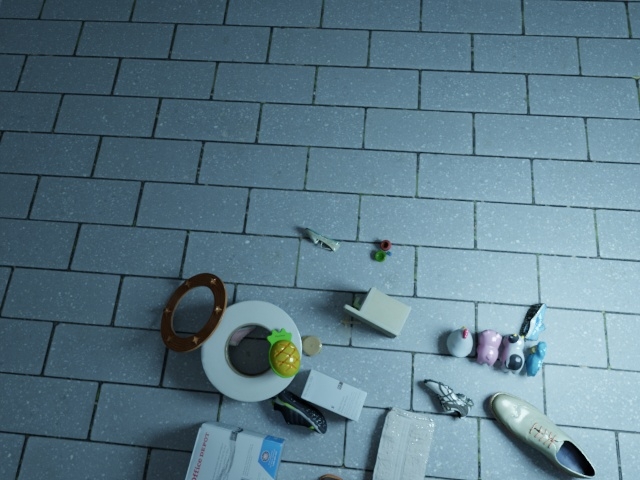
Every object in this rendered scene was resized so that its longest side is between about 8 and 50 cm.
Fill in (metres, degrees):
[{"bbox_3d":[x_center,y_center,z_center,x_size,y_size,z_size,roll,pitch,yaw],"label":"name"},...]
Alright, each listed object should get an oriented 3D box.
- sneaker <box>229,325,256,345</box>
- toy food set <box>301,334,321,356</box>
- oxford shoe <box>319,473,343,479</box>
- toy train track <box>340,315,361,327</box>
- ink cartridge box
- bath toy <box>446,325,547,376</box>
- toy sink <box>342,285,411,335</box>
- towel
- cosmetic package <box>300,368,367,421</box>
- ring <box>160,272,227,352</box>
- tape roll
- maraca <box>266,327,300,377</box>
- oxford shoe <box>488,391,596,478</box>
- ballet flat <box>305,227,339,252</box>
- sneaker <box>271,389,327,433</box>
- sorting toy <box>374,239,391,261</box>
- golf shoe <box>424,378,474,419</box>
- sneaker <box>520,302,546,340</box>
[{"bbox_3d":[-0.324,0.386,1.800,0.134,0.051,0.070,-12,90,-10],"label":"sneaker"},{"bbox_3d":[-0.036,0.424,1.784,0.083,0.020,0.082,-6,73,1],"label":"toy food set"},{"bbox_3d":[0.122,0.918,1.586,0.272,0.098,0.096,10,74,6],"label":"oxford shoe"},{"bbox_3d":[0.123,0.333,1.807,0.083,0.014,0.048,5,74,4],"label":"toy train track"},{"bbox_3d":[-0.308,0.814,1.625,0.308,0.129,0.223,12,76,6],"label":"ink cartridge box"},{"bbox_3d":[0.666,0.403,1.698,0.348,0.129,0.151,12,40,6],"label":"bath toy"},{"bbox_3d":[0.221,0.270,1.749,0.234,0.153,0.131,26,76,11],"label":"toy sink"},{"bbox_3d":[0.309,0.779,1.645,0.187,0.049,0.282,13,75,8],"label":"towel"},{"bbox_3d":[0.051,0.590,1.698,0.231,0.085,0.117,20,75,7],"label":"cosmetic package"},{"bbox_3d":[-0.514,0.278,1.765,0.337,0.032,0.336,-17,53,24],"label":"ring"},{"bbox_3d":[-0.267,0.425,1.735,0.392,0.072,0.391,1,82,-5],"label":"tape roll"},{"bbox_3d":[-0.139,0.421,1.661,0.127,0.099,0.185,-1,65,-35],"label":"maraca"},{"bbox_3d":[0.799,0.689,1.593,0.397,0.146,0.140,35,79,12],"label":"oxford shoe"},{"bbox_3d":[0.000,0.000,1.893,0.168,0.057,0.052,25,86,10],"label":"ballet flat"},{"bbox_3d":[-0.083,0.670,1.697,0.235,0.084,0.097,34,102,13],"label":"sneaker"},{"bbox_3d":[0.272,0.049,1.875,0.061,0.042,0.102,24,88,26],"label":"sorting toy"},{"bbox_3d":[0.474,0.598,1.676,0.198,0.077,0.093,28,77,12],"label":"golf shoe"},{"bbox_3d":[0.856,0.323,1.756,0.073,0.063,0.162,30,81,-7],"label":"sneaker"}]
